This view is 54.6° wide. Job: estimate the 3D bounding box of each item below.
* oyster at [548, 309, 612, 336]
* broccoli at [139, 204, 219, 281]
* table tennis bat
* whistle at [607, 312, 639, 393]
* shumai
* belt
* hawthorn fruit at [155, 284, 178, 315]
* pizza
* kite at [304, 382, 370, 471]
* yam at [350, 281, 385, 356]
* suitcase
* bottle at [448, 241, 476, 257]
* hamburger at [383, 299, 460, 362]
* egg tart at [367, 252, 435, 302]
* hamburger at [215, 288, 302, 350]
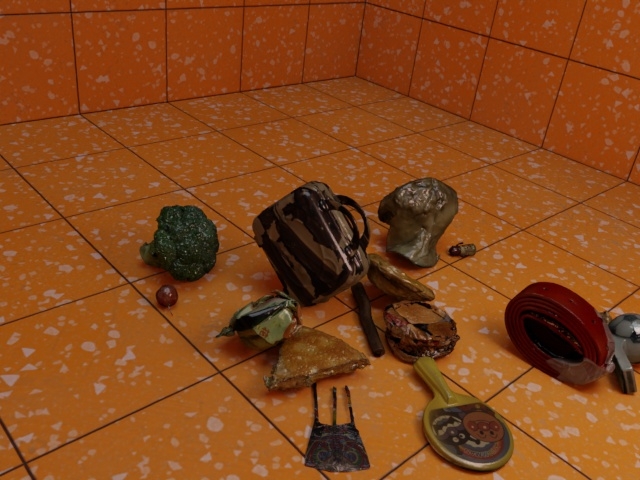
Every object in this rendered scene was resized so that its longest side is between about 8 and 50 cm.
[{"bbox_3d":[0.771,0.265,1.960,0.295,0.093,0.166,4,10,15],"label":"oyster"},{"bbox_3d":[-0.460,0.012,1.995,0.270,0.269,0.270,-16,23,21],"label":"broccoli"},{"bbox_3d":[0.344,0.433,1.588,0.224,0.054,0.368,-4,35,-20],"label":"table tennis bat"},{"bbox_3d":[0.928,0.311,1.829,0.164,0.163,0.289,9,31,3],"label":"whistle"},{"bbox_3d":[0.382,-0.045,2.254,0.330,0.292,0.288,-10,63,-25],"label":"shumai"},{"bbox_3d":[0.687,0.269,1.778,0.115,0.227,0.324,-25,61,-42],"label":"belt"},{"bbox_3d":[-0.458,0.182,1.854,0.067,0.066,0.103,-3,57,-17],"label":"hawthorn fruit"},{"bbox_3d":[-0.054,0.330,1.662,0.280,0.075,0.288,24,33,35],"label":"pizza"},{"bbox_3d":[0.033,0.448,1.526,0.152,0.015,0.285,4,30,-6],"label":"kite"},{"bbox_3d":[0.144,0.236,1.896,0.045,0.045,0.326,30,22,-25],"label":"yam"},{"bbox_3d":[0.000,0.000,1.902,0.351,0.339,0.194,60,32,2],"label":"suitcase"},{"bbox_3d":[0.530,0.037,2.323,0.101,0.047,0.063,-3,22,-15],"label":"bottle"},{"bbox_3d":[0.289,0.262,1.824,0.231,0.106,0.231,6,25,-3],"label":"hamburger"},{"bbox_3d":[0.239,0.134,1.982,0.279,0.095,0.279,33,0,0],"label":"egg tart"},{"bbox_3d":[-0.172,0.231,1.722,0.235,0.125,0.214,-32,8,-21],"label":"hamburger"}]
